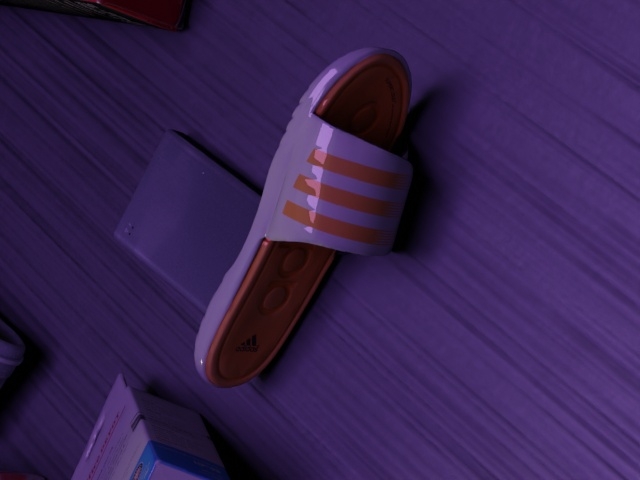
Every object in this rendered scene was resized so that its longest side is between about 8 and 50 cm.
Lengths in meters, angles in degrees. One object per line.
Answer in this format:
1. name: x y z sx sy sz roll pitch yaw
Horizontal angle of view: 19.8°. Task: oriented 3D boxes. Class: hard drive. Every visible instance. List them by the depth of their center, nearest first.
1. hard drive: -0.084 -0.008 1.317 0.135 0.022 0.094 37 104 36

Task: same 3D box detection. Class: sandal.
1. sandal: 0.007 0.001 1.203 0.076 0.102 0.265 40 115 35

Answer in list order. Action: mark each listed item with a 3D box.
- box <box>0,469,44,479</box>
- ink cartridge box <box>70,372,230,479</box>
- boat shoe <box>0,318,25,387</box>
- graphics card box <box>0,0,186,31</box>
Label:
1. box: -0.319 0.313 1.357 0.142 0.154 0.300 -1 80 38
2. ink cartridge box: -0.120 0.171 1.257 0.104 0.060 0.180 -65 18 9
3. boat shoe: -0.347 0.014 1.466 0.103 0.118 0.320 -47 60 14
4. graphics card box: -0.241 -0.304 1.452 0.371 0.094 0.232 14 91 40
